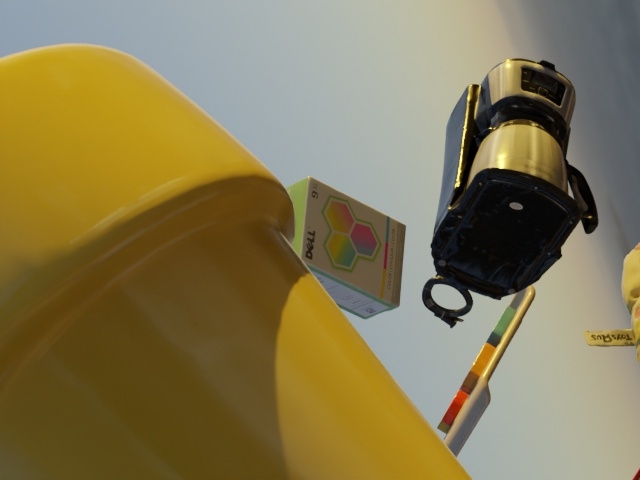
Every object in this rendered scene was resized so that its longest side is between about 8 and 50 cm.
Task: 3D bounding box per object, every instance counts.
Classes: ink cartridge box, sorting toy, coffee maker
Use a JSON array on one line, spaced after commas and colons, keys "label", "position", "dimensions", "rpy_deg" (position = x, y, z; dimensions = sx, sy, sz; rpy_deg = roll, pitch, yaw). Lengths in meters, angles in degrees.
[{"label": "ink cartridge box", "position": [0.000, 0.000, 1.609], "dimensions": [0.209, 0.062, 0.109], "rpy_deg": [26, -124, -33]}, {"label": "sorting toy", "position": [0.203, 0.174, 1.820], "dimensions": [0.208, 0.038, 0.193], "rpy_deg": [-59, -6, -43]}, {"label": "coffee maker", "position": [0.148, -0.049, 1.231], "dimensions": [0.120, 0.171, 0.178], "rpy_deg": [42, -145, -22]}]

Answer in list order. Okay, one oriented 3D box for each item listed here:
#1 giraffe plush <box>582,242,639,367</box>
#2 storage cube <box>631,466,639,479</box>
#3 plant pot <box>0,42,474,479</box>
[{"label": "giraffe plush", "position": [0.386, 0.036, 1.436], "dimensions": [0.181, 0.210, 0.170], "rpy_deg": [58, 147, 31]}, {"label": "storage cube", "position": [0.452, 0.369, 1.639], "dimensions": [0.193, 0.183, 0.215], "rpy_deg": [34, 180, -11]}, {"label": "plant pot", "position": [-0.063, 0.101, 0.496], "dimensions": [0.239, 0.254, 0.254], "rpy_deg": [41, -177, 13]}]
